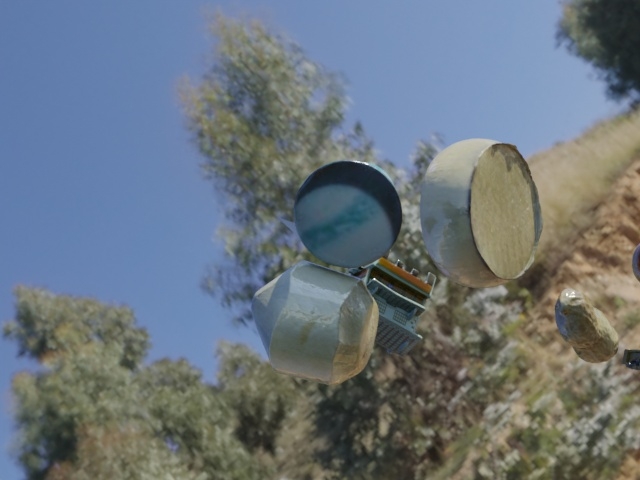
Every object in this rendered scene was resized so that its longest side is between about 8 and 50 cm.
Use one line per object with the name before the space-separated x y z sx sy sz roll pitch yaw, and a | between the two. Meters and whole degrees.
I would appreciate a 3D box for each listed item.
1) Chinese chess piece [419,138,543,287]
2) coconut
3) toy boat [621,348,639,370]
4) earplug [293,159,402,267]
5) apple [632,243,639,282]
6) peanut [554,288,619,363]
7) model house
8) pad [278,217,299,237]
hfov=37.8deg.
Chinese chess piece | 0.361 -0.061 2.092 0.140 0.338 0.338 -5 7 42
coconut | -0.016 0.140 1.620 0.202 0.222 0.202 13 -90 -74
toy boat | 0.766 0.276 2.106 0.077 0.200 0.057 18 -97 -33
earplug | 0.067 -0.075 1.722 0.185 0.185 0.324 -48 2 14
apple | 0.734 0.043 2.020 0.126 0.102 0.126 -20 -13 -5
peanut | 0.524 0.173 1.852 0.086 0.104 0.228 -10 -32 35
model house | 0.162 0.163 2.459 0.198 0.224 0.215 -26 37 61
pad | 0.000 0.000 2.014 0.193 0.116 0.004 17 -70 -49
